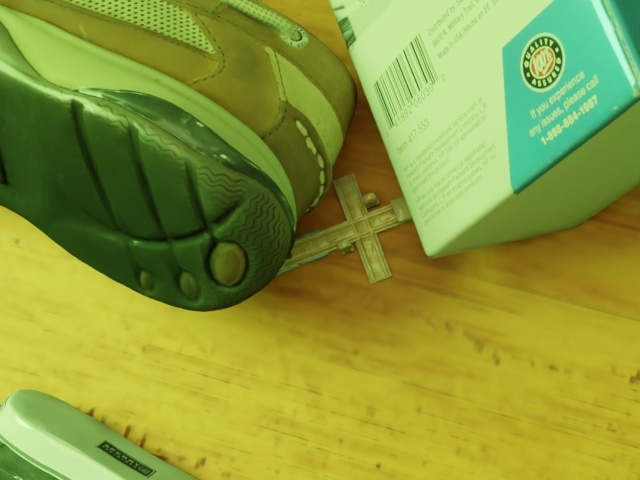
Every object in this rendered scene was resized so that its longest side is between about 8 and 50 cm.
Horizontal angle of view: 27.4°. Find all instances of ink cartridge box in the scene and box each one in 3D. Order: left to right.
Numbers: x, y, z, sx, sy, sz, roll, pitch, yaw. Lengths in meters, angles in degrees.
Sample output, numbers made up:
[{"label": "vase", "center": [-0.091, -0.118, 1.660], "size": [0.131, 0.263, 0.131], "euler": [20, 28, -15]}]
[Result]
[{"label": "ink cartridge box", "center": [0.068, -0.109, 0.484], "size": [0.082, 0.139, 0.190], "euler": [-10, 72, -29]}]

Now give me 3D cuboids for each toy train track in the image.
[{"label": "toy train track", "center": [0.000, 0.000, 0.545], "size": [0.083, 0.014, 0.048], "euler": [-22, 75, 5]}]

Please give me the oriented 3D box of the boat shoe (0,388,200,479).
[{"label": "boat shoe", "center": [-0.074, 0.111, 0.521], "size": [0.142, 0.049, 0.040], "euler": [31, 104, 16]}]

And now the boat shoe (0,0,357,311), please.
[{"label": "boat shoe", "center": [-0.132, -0.090, 0.546], "size": [0.324, 0.122, 0.120], "euler": [30, 54, 12]}]
